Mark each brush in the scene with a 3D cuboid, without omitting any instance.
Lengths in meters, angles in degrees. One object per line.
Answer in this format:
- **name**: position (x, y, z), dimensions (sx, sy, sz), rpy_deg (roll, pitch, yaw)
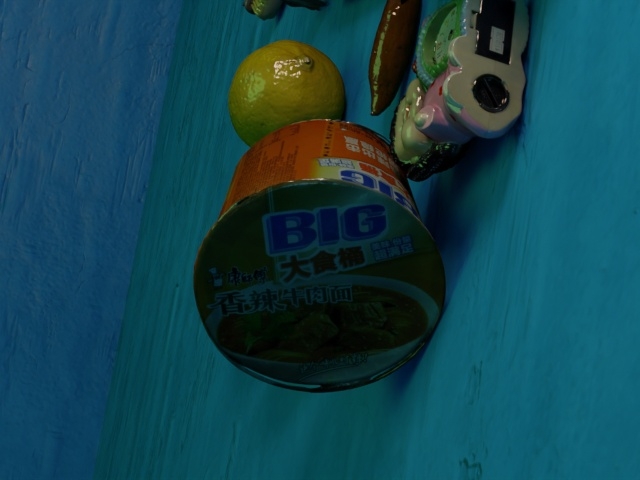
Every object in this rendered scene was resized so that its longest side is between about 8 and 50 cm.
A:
- **brush**: position (-0.057, -0.538, 2.480), dimensions (0.067, 0.072, 0.313), rpy_deg (57, 134, 35)

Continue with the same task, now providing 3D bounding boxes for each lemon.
- **lemon**: position (-0.049, -0.216, 2.009), dimensions (0.203, 0.178, 0.178), rpy_deg (123, 153, -54)

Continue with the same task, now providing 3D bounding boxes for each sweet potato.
- **sweet potato**: position (0.105, -0.292, 1.773), dimensions (0.057, 0.057, 0.265), rpy_deg (-178, 103, -73)

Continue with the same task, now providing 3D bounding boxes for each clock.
- **clock**: position (0.148, -0.173, 1.477), dimensions (0.195, 0.100, 0.194), rpy_deg (143, 140, -62)

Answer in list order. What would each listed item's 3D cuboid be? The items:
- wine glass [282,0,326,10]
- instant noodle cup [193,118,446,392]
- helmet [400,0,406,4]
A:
- **wine glass**: position (-0.015, -0.507, 2.240), dimensions (0.103, 0.103, 0.222), rpy_deg (-162, 84, -73)
- **instant noodle cup**: position (0.000, 0.000, 1.564), dimensions (0.214, 0.296, 0.296), rpy_deg (-89, 18, -57)
- **helmet**: position (0.150, -0.417, 1.519), dimensions (0.230, 0.160, 0.279), rpy_deg (-88, -9, -64)
